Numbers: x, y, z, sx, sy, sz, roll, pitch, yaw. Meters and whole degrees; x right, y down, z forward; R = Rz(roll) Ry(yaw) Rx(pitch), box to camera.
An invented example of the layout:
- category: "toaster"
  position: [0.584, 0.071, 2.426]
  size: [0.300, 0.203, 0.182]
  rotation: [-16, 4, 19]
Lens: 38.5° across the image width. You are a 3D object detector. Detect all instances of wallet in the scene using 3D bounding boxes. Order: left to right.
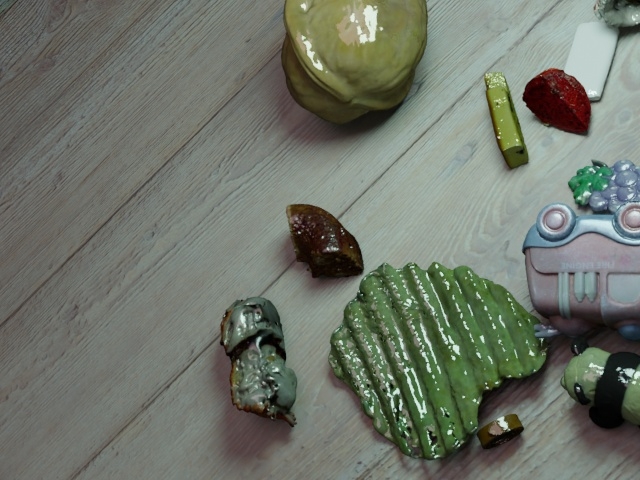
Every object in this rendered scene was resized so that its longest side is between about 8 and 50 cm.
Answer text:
- category: "wallet"
  position: [0.563, -0.378, 1.922]
  size: [0.095, 0.033, 0.190]
  rotation: [9, 71, 29]

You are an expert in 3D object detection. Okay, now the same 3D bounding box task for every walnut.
- category: "walnut"
  position: [0.073, -0.451, 2.037]
  size: [0.381, 0.381, 0.381]
  rotation: [-12, 61, 22]

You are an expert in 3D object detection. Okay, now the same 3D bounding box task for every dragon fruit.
- category: "dragon fruit"
  position: [0.479, -0.294, 1.876]
  size: [0.083, 0.162, 0.106]
  rotation: [-59, 21, -20]

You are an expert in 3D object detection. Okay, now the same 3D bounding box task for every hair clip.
- category: "hair clip"
  position: [0.573, -0.100, 1.776]
  size: [0.195, 0.052, 0.124]
  rotation: [21, 67, 42]

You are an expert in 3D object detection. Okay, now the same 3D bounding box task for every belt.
- category: "belt"
  position: [0.324, 0.345, 1.664]
  size: [0.083, 0.059, 0.036]
  rotation: [-31, 56, 11]

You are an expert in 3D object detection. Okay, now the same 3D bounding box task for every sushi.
- category: "sushi"
  position: [-0.129, 0.243, 1.910]
  size: [0.130, 0.124, 0.332]
  rotation: [-27, 54, 22]

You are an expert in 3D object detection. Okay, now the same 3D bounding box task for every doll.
- category: "doll"
  position: [0.528, 0.253, 1.563]
  size: [0.234, 0.135, 0.143]
  rotation: [18, 73, 37]

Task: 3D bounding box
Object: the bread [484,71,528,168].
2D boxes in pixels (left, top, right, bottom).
- category: "bread"
  position: [0.385, -0.265, 1.925]
  size: [0.049, 0.088, 0.226]
  rotation: [-19, 60, 20]

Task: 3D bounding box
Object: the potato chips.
- category: "potato chips"
  position: [0.210, 0.209, 1.771]
  size: [0.373, 0.097, 0.389]
  rotation: [-47, 55, -2]

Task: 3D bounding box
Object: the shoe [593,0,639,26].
- category: "shoe"
  position: [0.714, -0.534, 1.833]
  size: [0.351, 0.172, 0.198]
  rotation: [-11, 51, 36]

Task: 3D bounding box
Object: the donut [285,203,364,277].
- category: "donut"
  position: [0.001, -0.010, 1.978]
  size: [0.144, 0.126, 0.186]
  rotation: [-18, 59, 10]

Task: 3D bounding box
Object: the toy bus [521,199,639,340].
- category: "toy bus"
  position: [0.508, 0.064, 1.641]
  size: [0.294, 0.197, 0.231]
  rotation: [0, 76, 26]
